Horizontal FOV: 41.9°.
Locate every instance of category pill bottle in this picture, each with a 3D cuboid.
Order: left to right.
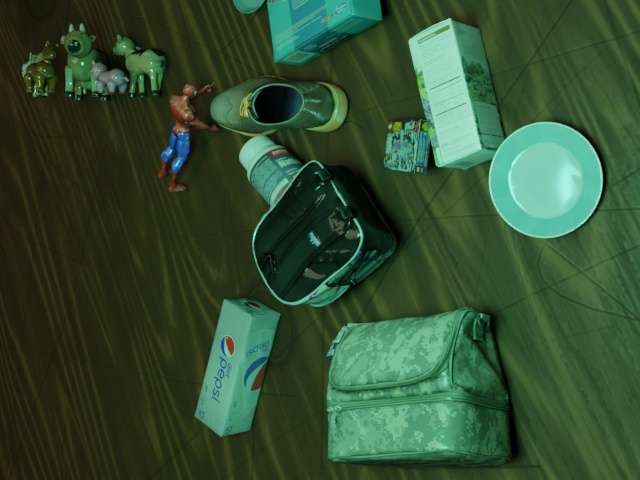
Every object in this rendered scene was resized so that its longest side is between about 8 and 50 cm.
[{"bbox_3d":[-0.087,-0.132,1.715,0.180,0.108,0.108,48,120,30],"label":"pill bottle"}]

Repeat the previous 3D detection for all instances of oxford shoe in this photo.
[{"bbox_3d":[-0.120,-0.286,1.726,0.363,0.132,0.130,3,93,42],"label":"oxford shoe"}]

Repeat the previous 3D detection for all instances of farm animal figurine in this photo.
[{"bbox_3d":[-0.561,-0.441,2.065,0.327,0.330,0.172,-168,78,-69],"label":"farm animal figurine"}]

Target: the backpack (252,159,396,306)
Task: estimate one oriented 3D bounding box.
[{"bbox_3d":[0.000,0.000,1.584,0.253,0.191,0.225,-44,60,24],"label":"backpack"}]

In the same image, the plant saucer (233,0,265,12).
[{"bbox_3d":[-0.146,-0.554,1.822,0.119,0.021,0.119,0,91,42],"label":"plant saucer"}]

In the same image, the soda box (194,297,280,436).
[{"bbox_3d":[-0.180,0.272,1.810,0.098,0.091,0.286,25,106,40],"label":"soda box"}]

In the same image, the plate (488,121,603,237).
[{"bbox_3d":[0.366,-0.098,1.360,0.188,0.024,0.188,5,98,34],"label":"plate"}]

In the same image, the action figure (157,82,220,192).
[{"bbox_3d":[-0.289,-0.250,1.918,0.091,0.139,0.280,48,142,27],"label":"action figure"}]

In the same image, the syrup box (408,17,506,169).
[{"bbox_3d":[0.237,-0.249,1.439,0.096,0.093,0.237,-20,77,40],"label":"syrup box"}]

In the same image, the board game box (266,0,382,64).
[{"bbox_3d":[-0.010,-0.549,1.640,0.253,0.079,0.336,-15,80,50],"label":"board game box"}]

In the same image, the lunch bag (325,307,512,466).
[{"bbox_3d":[0.161,0.256,1.447,0.305,0.212,0.256,-15,64,40],"label":"lunch bag"}]

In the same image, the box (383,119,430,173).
[{"bbox_3d":[0.156,-0.171,1.515,0.137,0.027,0.094,-161,76,-69],"label":"box"}]
